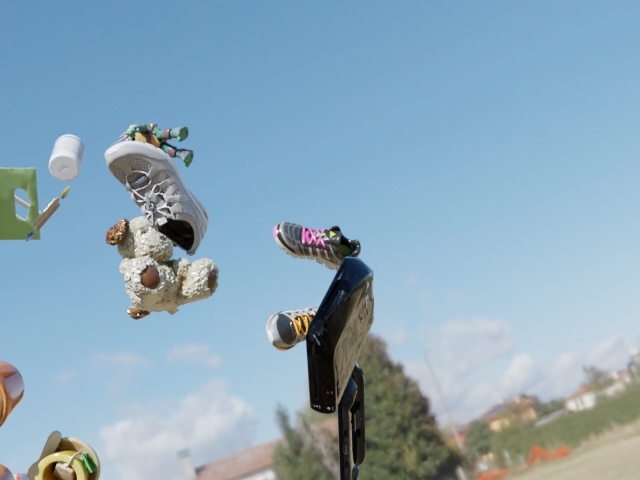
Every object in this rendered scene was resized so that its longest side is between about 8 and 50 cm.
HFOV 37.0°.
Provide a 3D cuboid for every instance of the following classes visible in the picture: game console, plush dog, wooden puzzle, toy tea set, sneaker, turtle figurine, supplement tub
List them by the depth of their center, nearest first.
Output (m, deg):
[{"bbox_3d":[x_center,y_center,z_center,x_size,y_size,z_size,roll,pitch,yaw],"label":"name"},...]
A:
[{"bbox_3d":[-0.416,0.307,1.250,0.200,0.336,0.124,-44,0,8],"label":"toy tea set"},{"bbox_3d":[0.033,0.216,1.377,0.044,0.361,0.213,7,32,16],"label":"game console"},{"bbox_3d":[0.000,0.000,1.669,0.170,0.063,0.075,23,-42,-25],"label":"sneaker"},{"bbox_3d":[-0.503,-0.051,1.757,0.116,0.014,0.078,-53,7,-20],"label":"wooden puzzle"},{"bbox_3d":[-0.312,-0.083,1.876,0.105,0.115,0.281,-29,-52,20],"label":"sneaker"},{"bbox_3d":[-0.030,0.178,2.064,0.083,0.084,0.215,-23,-6,42],"label":"sneaker"},{"bbox_3d":[-0.576,-0.189,2.179,0.071,0.107,0.071,-3,-59,-4],"label":"supplement tub"},{"bbox_3d":[-0.398,0.050,2.255,0.210,0.225,0.262,-29,-22,38],"label":"plush dog"},{"bbox_3d":[-0.463,-0.264,2.585,0.234,0.118,0.175,5,-35,20],"label":"turtle figurine"}]

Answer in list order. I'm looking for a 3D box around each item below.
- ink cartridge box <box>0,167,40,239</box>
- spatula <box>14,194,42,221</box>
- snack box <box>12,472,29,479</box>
[{"bbox_3d":[-0.679,-0.060,1.881,0.235,0.056,0.171,1,-60,-9],"label":"ink cartridge box"},{"bbox_3d":[-0.778,-0.092,2.265,0.168,0.019,0.242,-28,-53,36],"label":"spatula"},{"bbox_3d":[-0.467,0.400,1.560,0.100,0.037,0.141,-14,-20,30],"label":"snack box"}]
